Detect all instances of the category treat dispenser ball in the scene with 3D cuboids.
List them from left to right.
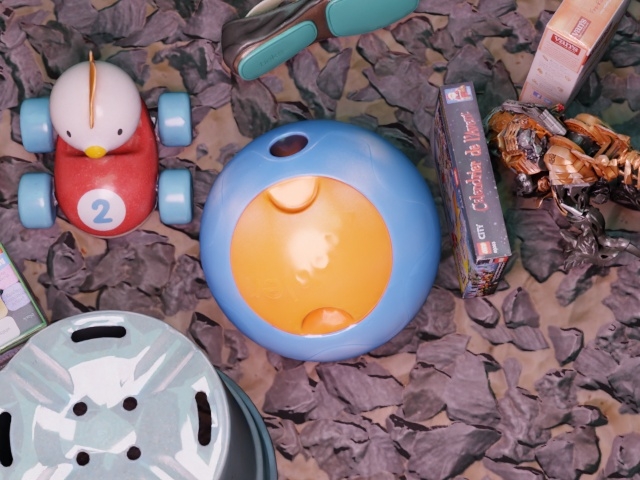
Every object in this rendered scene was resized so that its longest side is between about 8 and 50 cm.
[{"bbox_3d":[0.000,0.000,1.632,0.288,0.288,0.288,0,71,-1],"label":"treat dispenser ball"}]

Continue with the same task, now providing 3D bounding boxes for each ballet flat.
[{"bbox_3d":[-0.008,-0.312,1.848,0.280,0.095,0.096,-22,61,-9],"label":"ballet flat"}]

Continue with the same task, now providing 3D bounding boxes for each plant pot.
[{"bbox_3d":[-0.217,0.242,1.520,0.341,0.334,0.341,1,71,-2],"label":"plant pot"}]

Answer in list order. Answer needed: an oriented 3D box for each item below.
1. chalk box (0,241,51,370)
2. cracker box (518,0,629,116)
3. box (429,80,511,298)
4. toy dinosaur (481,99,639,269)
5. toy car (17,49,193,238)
[{"bbox_3d":[-0.402,0.094,1.630,0.132,0.213,0.132,-29,74,-11],"label":"chalk box"},{"bbox_3d":[0.334,-0.263,1.760,0.067,0.232,0.156,32,74,10],"label":"cracker box"},{"bbox_3d":[0.185,-0.061,1.725,0.044,0.159,0.233,-9,71,-4],"label":"box"},{"bbox_3d":[0.322,-0.082,1.697,0.164,0.218,0.322,-37,33,2],"label":"toy dinosaur"},{"bbox_3d":[-0.275,-0.132,1.699,0.219,0.238,0.210,-2,71,-1],"label":"toy car"}]
